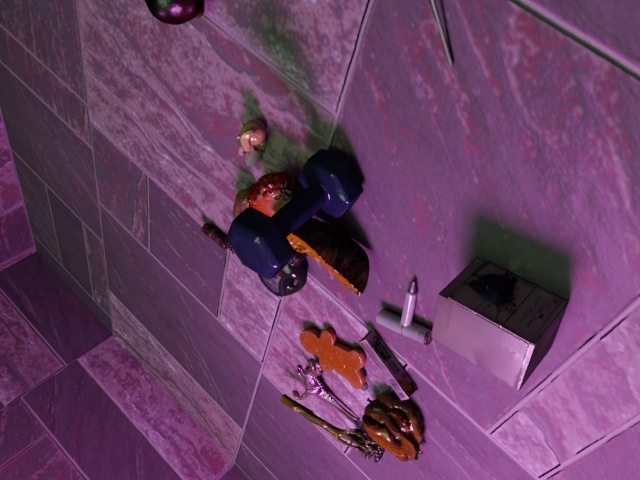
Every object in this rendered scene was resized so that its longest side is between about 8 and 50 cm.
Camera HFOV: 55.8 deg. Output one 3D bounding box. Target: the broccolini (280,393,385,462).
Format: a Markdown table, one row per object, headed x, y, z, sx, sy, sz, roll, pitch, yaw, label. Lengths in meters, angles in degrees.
| x | y | z | sx | sy | sz | roll | pitch | yaw | label |
| --- | --- | --- | --- | --- | --- | --- | --- | --- | --- |
| 0.040 | 0.613 | 2.011 | 0.392 | 0.079 | 0.074 | 25 | 152 | 27 | broccolini |

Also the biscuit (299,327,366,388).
| x | y | z | sx | sy | sz | roll | pitch | yaw | label |
| --- | --- | --- | --- | --- | --- | --- | --- | --- | --- |
| 0.038 | 0.340 | 1.838 | 0.250 | 0.036 | 0.165 | 24 | 126 | 34 | biscuit |

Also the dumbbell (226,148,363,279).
| x | y | z | sx | sy | sz | roll | pitch | yaw | label |
| --- | --- | --- | --- | --- | --- | --- | --- | --- | --- |
| -0.053 | -0.063 | 1.346 | 0.144 | 0.325 | 0.160 | -1 | 124 | 54 | dumbbell |

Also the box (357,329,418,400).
| x | y | z | sx | sy | sz | roll | pitch | yaw | label |
| --- | --- | --- | --- | --- | --- | --- | --- | --- | --- |
| 0.186 | 0.343 | 1.659 | 0.207 | 0.050 | 0.041 | 54 | 142 | 0 | box |

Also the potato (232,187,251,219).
| x | y | z | sx | sy | sz | roll | pitch | yaw | label |
| --- | --- | --- | --- | --- | --- | --- | --- | --- | --- |
| -0.206 | -0.094 | 1.719 | 0.091 | 0.070 | 0.138 | 42 | 146 | 8 | potato |

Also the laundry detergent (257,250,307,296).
| x | y | z | sx | sy | sz | roll | pitch | yaw | label |
| --- | --- | --- | --- | --- | --- | --- | --- | --- | --- |
| -0.093 | 0.082 | 1.740 | 0.144 | 0.078 | 0.221 | 54 | 143 | -4 | laundry detergent |

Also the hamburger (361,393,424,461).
| x | y | z | sx | sy | sz | roll | pitch | yaw | label |
| --- | --- | --- | --- | --- | --- | --- | --- | --- | --- |
| 0.202 | 0.552 | 1.757 | 0.183 | 0.130 | 0.206 | 23 | 138 | 39 | hamburger |

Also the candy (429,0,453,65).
| x | y | z | sx | sy | sz | roll | pitch | yaw | label |
| --- | --- | --- | --- | --- | --- | --- | --- | --- | --- |
| 0.194 | -0.392 | 1.029 | 0.061 | 0.061 | 0.202 | 9 | 134 | 45 | candy |

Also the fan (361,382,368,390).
| x | y | z | sx | sy | sz | roll | pitch | yaw | label |
| --- | --- | --- | --- | --- | --- | --- | --- | --- | --- |
| 0.068 | 0.400 | 1.875 | 0.193 | 0.016 | 0.038 | 37 | 144 | 21 | fan |

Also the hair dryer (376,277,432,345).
| x | y | z | sx | sy | sz | roll | pitch | yaw | label |
| --- | --- | --- | --- | --- | --- | --- | --- | --- | --- |
| 0.206 | 0.157 | 1.494 | 0.155 | 0.044 | 0.183 | 19 | 128 | 38 | hair dryer |

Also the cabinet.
| x | y | z | sx | sy | sz | roll | pitch | yaw | label |
| --- | --- | --- | --- | --- | --- | --- | --- | --- | --- |
| 0.357 | 0.160 | 1.222 | 0.206 | 0.145 | 0.150 | 30 | 140 | 30 | cabinet |

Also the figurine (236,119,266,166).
| x | y | z | sx | sy | sz | roll | pitch | yaw | label |
| --- | --- | --- | --- | --- | --- | --- | --- | --- | --- |
| -0.186 | -0.250 | 1.567 | 0.083 | 0.083 | 0.187 | 52 | 155 | 2 | figurine |

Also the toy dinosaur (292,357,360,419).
| x | y | z | sx | sy | sz | roll | pitch | yaw | label |
| --- | --- | --- | --- | --- | --- | --- | --- | --- | --- |
| -0.004 | 0.496 | 1.999 | 0.199 | 0.072 | 0.251 | -12 | 102 | 44 | toy dinosaur |

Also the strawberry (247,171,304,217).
| x | y | z | sx | sy | sz | roll | pitch | yaw | label |
| --- | --- | --- | --- | --- | --- | --- | --- | --- | --- |
| -0.103 | -0.115 | 1.567 | 0.175 | 0.107 | 0.236 | 22 | 158 | -25 | strawberry |

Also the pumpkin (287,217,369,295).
| x | y | z | sx | sy | sz | roll | pitch | yaw | label |
| --- | --- | --- | --- | --- | --- | --- | --- | --- | --- |
| 0.005 | -0.002 | 1.469 | 0.278 | 0.111 | 0.163 | 35 | 172 | 27 | pumpkin |

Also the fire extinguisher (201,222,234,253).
| x | y | z | sx | sy | sz | roll | pitch | yaw | label |
| --- | --- | --- | --- | --- | --- | --- | --- | --- | --- |
| -0.330 | -0.008 | 1.969 | 0.132 | 0.039 | 0.056 | 37 | 151 | 22 | fire extinguisher |

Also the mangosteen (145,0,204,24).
| x | y | z | sx | sy | sz | roll | pitch | yaw | label |
| --- | --- | --- | --- | --- | --- | --- | --- | --- | --- |
| -0.334 | -0.576 | 1.411 | 0.152 | 0.152 | 0.152 | 30 | 139 | 30 | mangosteen |
